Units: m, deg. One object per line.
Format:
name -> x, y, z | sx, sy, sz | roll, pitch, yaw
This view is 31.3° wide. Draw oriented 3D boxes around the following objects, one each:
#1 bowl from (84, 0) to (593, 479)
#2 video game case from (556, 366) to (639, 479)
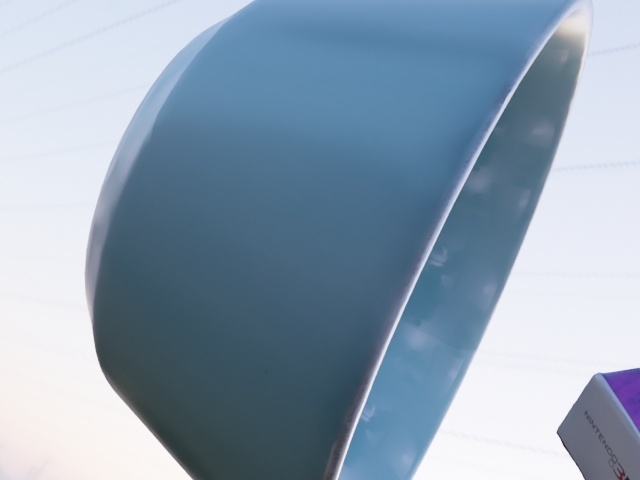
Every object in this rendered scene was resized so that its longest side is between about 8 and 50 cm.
bowl -> 0.000, 0.000, 0.570 | 0.163, 0.311, 0.311 | 24, -21, 16
video game case -> 0.225, 0.120, 0.373 | 0.041, 0.232, 0.210 | 108, -32, -42
